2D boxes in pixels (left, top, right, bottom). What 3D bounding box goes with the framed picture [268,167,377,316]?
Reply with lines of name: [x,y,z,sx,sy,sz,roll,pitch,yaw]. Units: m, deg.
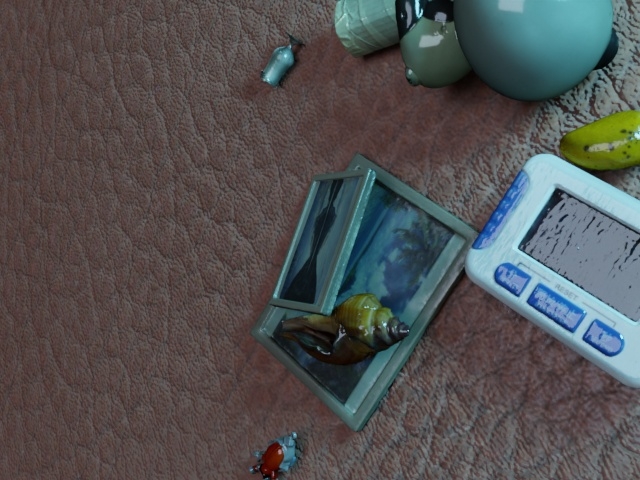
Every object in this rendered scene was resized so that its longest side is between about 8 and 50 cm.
framed picture: [0.000,0.000,1.022,0.150,0.015,0.203,3,71,59]

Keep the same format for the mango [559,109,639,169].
mango: [0.332,-0.114,0.852,0.114,0.057,0.079,-5,36,18]

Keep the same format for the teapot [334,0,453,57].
teapot: [0.124,-0.332,1.029,0.200,0.077,0.107,-11,56,30]

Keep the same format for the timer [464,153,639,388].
timer: [0.307,0.031,0.844,0.253,0.078,0.178,38,100,31]

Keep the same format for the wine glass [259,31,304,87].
wine glass: [-0.059,-0.277,1.149,0.083,0.039,0.042,-54,49,11]

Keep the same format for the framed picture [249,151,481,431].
framed picture: [0.054,0.067,1.027,0.232,0.024,0.315,37,101,31]

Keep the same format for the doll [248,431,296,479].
doll: [-0.059,0.305,1.047,0.114,0.039,0.057,-52,26,28]

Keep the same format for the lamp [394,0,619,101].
lamp: [0.217,-0.253,0.886,0.244,0.197,0.198,-4,79,39]

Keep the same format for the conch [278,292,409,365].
conch: [0.031,0.122,0.978,0.232,0.080,0.086,-30,30,45]
